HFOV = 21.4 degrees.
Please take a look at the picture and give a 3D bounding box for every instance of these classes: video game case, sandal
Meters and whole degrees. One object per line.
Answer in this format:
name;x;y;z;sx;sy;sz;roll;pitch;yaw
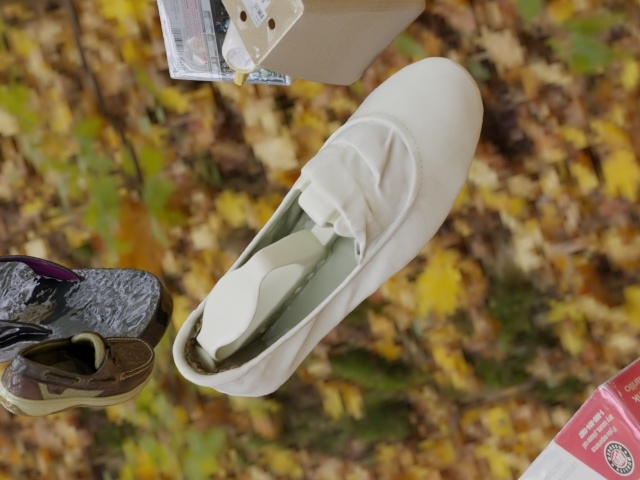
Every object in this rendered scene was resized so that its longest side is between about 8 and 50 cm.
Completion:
video game case;-0.120;-0.283;2.059;0.022;0.173;0.190;-46;-45;-52
sandal;-0.396;0.077;2.230;0.107;0.446;0.167;51;-134;-44

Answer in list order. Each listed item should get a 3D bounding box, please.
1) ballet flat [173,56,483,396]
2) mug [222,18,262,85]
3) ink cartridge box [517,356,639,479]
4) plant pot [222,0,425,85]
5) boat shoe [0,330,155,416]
ballet flat;0.000;0.000;1.557;0.139;0.400;0.139;33;-158;-16
mug;-0.071;-0.203;1.781;0.064;0.062;0.078;-67;-36;-44
ink cartridge box;0.411;0.308;1.701;0.384;0.160;0.279;51;152;16
plant pot;-0.009;-0.180;1.229;0.109;0.096;0.109;-43;67;45
boat shoe;-0.258;0.137;1.863;0.080;0.223;0.073;44;122;25
